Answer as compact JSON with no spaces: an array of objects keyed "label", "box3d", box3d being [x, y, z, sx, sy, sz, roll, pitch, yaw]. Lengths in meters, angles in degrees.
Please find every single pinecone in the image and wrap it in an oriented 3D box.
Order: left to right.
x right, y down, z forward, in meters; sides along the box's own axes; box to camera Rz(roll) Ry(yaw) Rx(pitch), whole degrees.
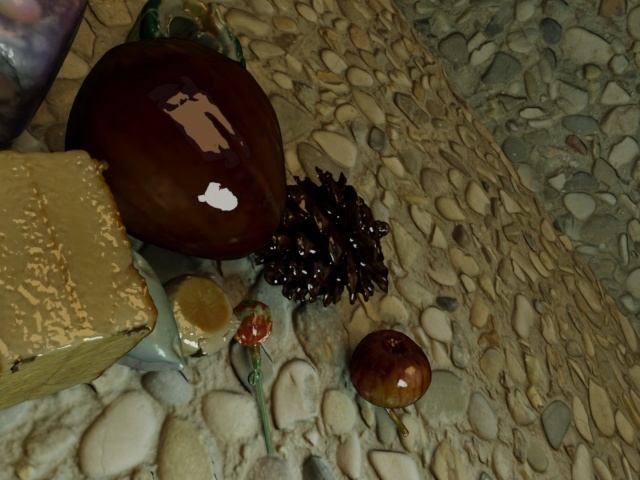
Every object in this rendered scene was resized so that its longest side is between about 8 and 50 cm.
[{"label":"pinecone","box3d":[-0.005,0.002,1.096,0.242,0.296,0.298,-34,109,-62]}]

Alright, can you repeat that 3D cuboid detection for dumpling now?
[{"label":"dumpling","box3d":[-0.295,0.122,0.837,0.105,0.149,0.216,-29,88,-48]}]

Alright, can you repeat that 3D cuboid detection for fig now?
[{"label":"fig","box3d":[0.144,0.303,1.153,0.175,0.207,0.175,5,36,-3]}]

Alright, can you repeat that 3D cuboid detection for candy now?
[{"label":"candy","box3d":[-0.118,0.251,0.995,0.078,0.084,0.287,2,72,-41]}]

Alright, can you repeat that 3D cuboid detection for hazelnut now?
[{"label":"hazelnut","box3d":[-0.227,-0.139,0.912,0.353,0.421,0.420,-34,88,-18]}]

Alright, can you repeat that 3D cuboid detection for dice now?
[{"label":"dice","box3d":[-0.547,-0.337,0.827,0.270,0.270,0.271,27,48,-28]}]

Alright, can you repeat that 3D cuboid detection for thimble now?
[{"label":"thimble","box3d":[-0.300,-0.411,1.192,0.254,0.167,0.288,26,48,-29]}]

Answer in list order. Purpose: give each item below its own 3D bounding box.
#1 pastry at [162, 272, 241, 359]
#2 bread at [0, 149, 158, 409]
[{"label":"pastry","box3d":[-0.226,0.133,0.944,0.166,0.088,0.165,22,50,-30]},{"label":"bread","box3d":[-0.390,0.060,0.696,0.207,0.279,0.278,-15,77,-46]}]
